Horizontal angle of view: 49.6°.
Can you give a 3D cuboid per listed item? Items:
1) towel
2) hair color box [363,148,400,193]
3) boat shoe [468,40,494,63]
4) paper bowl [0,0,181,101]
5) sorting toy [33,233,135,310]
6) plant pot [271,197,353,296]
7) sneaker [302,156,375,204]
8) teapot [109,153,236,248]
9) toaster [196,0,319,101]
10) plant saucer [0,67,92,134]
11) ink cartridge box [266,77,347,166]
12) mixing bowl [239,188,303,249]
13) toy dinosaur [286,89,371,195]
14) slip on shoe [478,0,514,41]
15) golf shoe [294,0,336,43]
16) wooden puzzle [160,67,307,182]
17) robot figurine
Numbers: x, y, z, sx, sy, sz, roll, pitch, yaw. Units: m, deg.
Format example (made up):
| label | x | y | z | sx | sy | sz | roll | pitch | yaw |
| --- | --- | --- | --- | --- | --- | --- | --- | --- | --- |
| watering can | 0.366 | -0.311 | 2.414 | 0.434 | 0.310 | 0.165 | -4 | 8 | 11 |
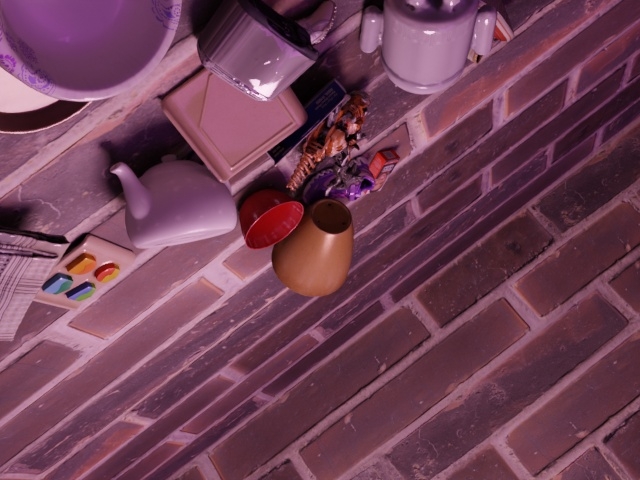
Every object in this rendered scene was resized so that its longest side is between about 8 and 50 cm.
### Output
| label | x | y | z | sx | sy | sz | roll | pitch | yaw |
| --- | --- | --- | --- | --- | --- | --- | --- | --- | --- |
| towel | -0.691 | 0.088 | 1.338 | 0.312 | 0.056 | 0.324 | 13 | 126 | -42 |
| hair color box | 0.178 | -0.209 | 2.110 | 0.072 | 0.043 | 0.141 | -18 | 150 | -40 |
| boat shoe | 0.450 | -0.543 | 1.886 | 0.050 | 0.045 | 0.135 | -17 | 149 | -40 |
| paper bowl | -0.346 | -0.344 | 0.944 | 0.284 | 0.148 | 0.284 | -26 | 131 | -34 |
| sorting toy | -0.555 | 0.084 | 1.622 | 0.208 | 0.038 | 0.193 | -41 | 156 | 6 |
| plant pot | 0.000 | 0.000 | 1.963 | 0.237 | 0.237 | 0.254 | -25 | 160 | -27 |
| sneaker | 0.062 | -0.153 | 1.976 | 0.236 | 0.104 | 0.095 | -26 | 155 | -23 |
| teapot | -0.304 | -0.093 | 1.494 | 0.253 | 0.187 | 0.256 | -11 | 176 | -13 |
| toaster | -0.126 | -0.361 | 1.279 | 0.227 | 0.129 | 0.146 | 26 | 118 | -38 |
| plant saucer | -0.459 | -0.283 | 1.094 | 0.278 | 0.041 | 0.278 | -31 | 156 | -16 |
| ink cartridge box | -0.034 | -0.273 | 1.560 | 0.223 | 0.045 | 0.224 | -43 | -169 | 10 |
| mixing bowl | -0.146 | -0.072 | 1.837 | 0.181 | 0.098 | 0.181 | -31 | 156 | -15 |
| toy dinosaur | 0.014 | -0.239 | 1.699 | 0.322 | 0.164 | 0.218 | -29 | 150 | -21 |
| slip on shoe | 0.390 | -0.561 | 1.710 | 0.101 | 0.123 | 0.331 | -25 | 166 | 32 |
| golf shoe | -0.037 | -0.425 | 1.398 | 0.086 | 0.069 | 0.176 | 35 | 84 | -25 |
| wooden puzzle | -0.172 | -0.268 | 1.421 | 0.239 | 0.044 | 0.221 | -38 | 123 | -3 |
| robot figurine | 0.236 | -0.465 | 1.537 | 0.300 | 0.199 | 0.353 | 4 | 153 | 6 |
